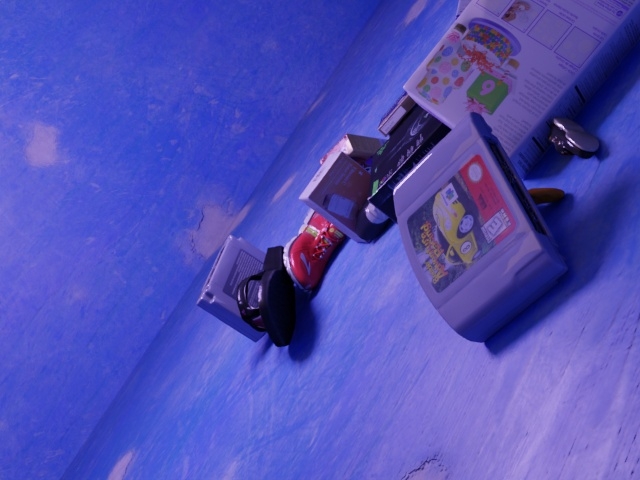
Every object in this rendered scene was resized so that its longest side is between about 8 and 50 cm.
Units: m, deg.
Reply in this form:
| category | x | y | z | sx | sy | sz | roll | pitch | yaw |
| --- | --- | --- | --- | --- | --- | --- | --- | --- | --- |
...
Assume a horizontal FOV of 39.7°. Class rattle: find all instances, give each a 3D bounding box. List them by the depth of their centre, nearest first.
| category | x | y | z | sx | sy | sz | roll | pitch | yaw |
| --- | --- | --- | --- | --- | --- | --- | --- | --- | --- |
| rattle | 0.264 | 0.010 | 1.319 | 0.130 | 0.143 | 0.199 | 45 | -116 | -72 |

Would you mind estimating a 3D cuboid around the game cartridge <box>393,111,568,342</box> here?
| category | x | y | z | sx | sy | sz | roll | pitch | yaw |
| --- | --- | --- | --- | --- | --- | --- | --- | --- | --- |
| game cartridge | 0.205 | -0.016 | 1.236 | 0.196 | 0.060 | 0.294 | -49 | 44 | 32 |

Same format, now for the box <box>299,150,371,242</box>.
| category | x | y | z | sx | sy | sz | roll | pitch | yaw |
| --- | --- | --- | --- | --- | --- | --- | --- | --- | --- |
| box | 0.063 | -0.094 | 1.957 | 0.130 | 0.170 | 0.091 | -55 | 13 | -7 |

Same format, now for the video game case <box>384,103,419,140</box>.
| category | x | y | z | sx | sy | sz | roll | pitch | yaw |
| --- | --- | --- | --- | --- | --- | --- | --- | --- | --- |
| video game case | 0.225 | -0.285 | 2.222 | 0.212 | 0.023 | 0.193 | -49 | 14 | 16 |

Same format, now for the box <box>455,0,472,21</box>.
| category | x | y | z | sx | sy | sz | roll | pitch | yaw |
| --- | --- | --- | --- | --- | --- | --- | --- | --- | --- |
| box | 0.354 | -0.491 | 2.088 | 0.137 | 0.072 | 0.126 | -70 | -17 | -52 |

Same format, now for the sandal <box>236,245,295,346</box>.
| category | x | y | z | sx | sy | sz | roll | pitch | yaw |
| --- | --- | --- | --- | --- | --- | --- | --- | --- | --- |
| sandal | -0.123 | 0.132 | 2.006 | 0.107 | 0.167 | 0.446 | -14 | 11 | 3 |

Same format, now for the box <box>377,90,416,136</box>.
| category | x | y | z | sx | sy | sz | roll | pitch | yaw |
| --- | --- | --- | --- | --- | --- | --- | --- | --- | --- |
| box | 0.212 | -0.354 | 2.355 | 0.136 | 0.036 | 0.225 | -49 | 4 | 18 |

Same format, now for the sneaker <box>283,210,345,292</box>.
| category | x | y | z | sx | sy | sz | roll | pitch | yaw |
| --- | --- | --- | --- | --- | --- | --- | --- | --- | --- |
| sneaker | 0.000 | 0.000 | 2.096 | 0.118 | 0.107 | 0.279 | -27 | 30 | 39 |

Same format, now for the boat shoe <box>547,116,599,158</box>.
| category | x | y | z | sx | sy | sz | roll | pitch | yaw |
| --- | --- | --- | --- | --- | --- | --- | --- | --- | --- |
| boat shoe | 0.375 | -0.145 | 1.318 | 0.133 | 0.049 | 0.042 | -104 | 25 | -65 |

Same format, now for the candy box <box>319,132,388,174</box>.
| category | x | y | z | sx | sy | sz | roll | pitch | yaw |
| --- | --- | --- | --- | --- | --- | --- | --- | --- | --- |
| candy box | 0.103 | -0.190 | 2.074 | 0.109 | 0.187 | 0.053 | -42 | 57 | 38 |

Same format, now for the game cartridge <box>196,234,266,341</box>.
| category | x | y | z | sx | sy | sz | roll | pitch | yaw |
| --- | --- | --- | --- | --- | --- | --- | --- | --- | --- |
| game cartridge | -0.180 | 0.118 | 2.174 | 0.062 | 0.198 | 0.297 | -45 | 14 | 28 |

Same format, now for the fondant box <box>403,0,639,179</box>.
| category | x | y | z | sx | sy | sz | roll | pitch | yaw |
| --- | --- | --- | --- | --- | --- | --- | --- | --- | --- |
| fondant box | 0.333 | -0.302 | 1.443 | 0.330 | 0.238 | 0.096 | -51 | -30 | 6 |

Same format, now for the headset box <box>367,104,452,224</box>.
| category | x | y | z | sx | sy | sz | roll | pitch | yaw |
| --- | --- | --- | --- | --- | --- | --- | --- | --- | --- |
| headset box | 0.220 | -0.168 | 1.704 | 0.283 | 0.131 | 0.246 | -47 | 14 | 24 |

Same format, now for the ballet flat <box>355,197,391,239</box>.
| category | x | y | z | sx | sy | sz | roll | pitch | yaw |
| --- | --- | --- | --- | --- | --- | --- | --- | --- | --- |
| ballet flat | 0.142 | -0.091 | 1.888 | 0.203 | 0.074 | 0.074 | -52 | 13 | -6 |
